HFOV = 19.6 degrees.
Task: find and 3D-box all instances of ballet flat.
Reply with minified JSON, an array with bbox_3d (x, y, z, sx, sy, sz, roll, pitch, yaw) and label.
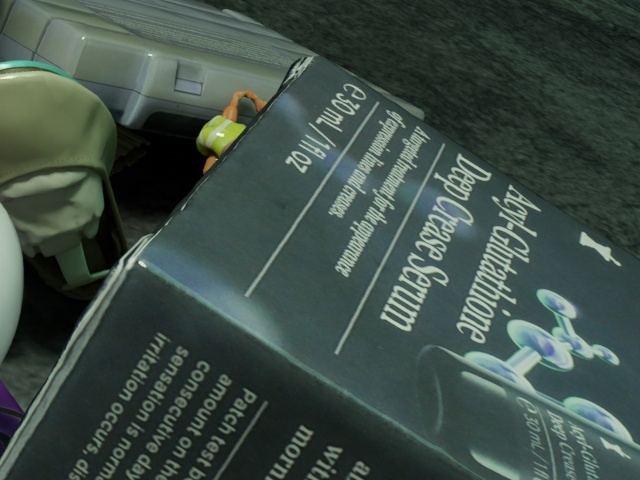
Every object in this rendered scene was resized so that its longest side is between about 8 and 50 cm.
[{"bbox_3d":[-0.144,-0.021,1.016,0.086,0.086,0.248,28,-13,9],"label":"ballet flat"}]

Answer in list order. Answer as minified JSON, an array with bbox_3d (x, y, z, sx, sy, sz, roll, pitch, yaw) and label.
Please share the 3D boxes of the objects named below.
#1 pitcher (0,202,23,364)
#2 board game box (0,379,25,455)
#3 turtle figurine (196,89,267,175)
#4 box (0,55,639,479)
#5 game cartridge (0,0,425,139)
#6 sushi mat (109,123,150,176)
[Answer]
[{"bbox_3d":[-0.236,0.039,0.783,0.177,0.125,0.207,14,32,17],"label":"pitcher"},{"bbox_3d":[-0.280,0.098,0.802,0.347,0.056,0.208,1,29,-42],"label":"board game box"},{"bbox_3d":[-0.004,0.024,1.127,0.269,0.087,0.217,54,41,6],"label":"turtle figurine"},{"bbox_3d":[0.077,0.139,0.783,0.395,0.212,0.293,33,23,-1],"label":"box"},{"bbox_3d":[-0.110,-0.129,1.313,0.230,0.068,0.355,37,19,36],"label":"game cartridge"},{"bbox_3d":[-0.281,-0.123,1.294,0.316,0.019,0.151,30,23,14],"label":"sushi mat"}]
